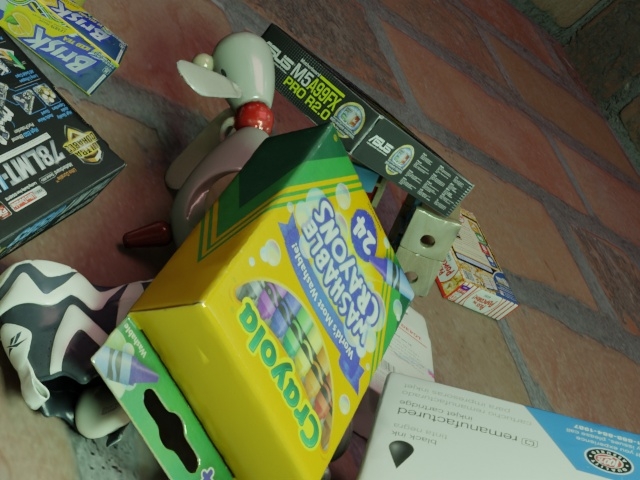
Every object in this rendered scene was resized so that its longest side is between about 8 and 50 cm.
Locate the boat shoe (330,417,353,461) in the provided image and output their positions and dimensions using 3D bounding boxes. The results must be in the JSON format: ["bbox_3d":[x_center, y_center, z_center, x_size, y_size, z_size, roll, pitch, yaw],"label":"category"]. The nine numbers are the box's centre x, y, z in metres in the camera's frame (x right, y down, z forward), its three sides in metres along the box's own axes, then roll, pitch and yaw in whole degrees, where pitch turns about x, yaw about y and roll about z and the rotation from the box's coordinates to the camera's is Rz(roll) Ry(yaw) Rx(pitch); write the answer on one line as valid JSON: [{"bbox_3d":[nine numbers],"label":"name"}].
[{"bbox_3d":[0.001,0.124,1.164,0.096,0.098,0.277,30,30,-33],"label":"boat shoe"}]

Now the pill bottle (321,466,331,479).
[{"bbox_3d":[-0.045,0.175,1.043,0.078,0.078,0.137,22,37,-44],"label":"pill bottle"}]

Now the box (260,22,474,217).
[{"bbox_3d":[0.053,-0.146,1.381,0.216,0.060,0.270,44,10,34],"label":"box"}]

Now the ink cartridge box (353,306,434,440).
[{"bbox_3d":[0.071,0.143,1.287,0.115,0.067,0.198,38,29,-24],"label":"ink cartridge box"}]

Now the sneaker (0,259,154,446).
[{"bbox_3d":[-0.160,0.108,0.934,0.235,0.094,0.153,21,39,-45],"label":"sneaker"}]

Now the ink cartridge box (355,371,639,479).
[{"bbox_3d":[0.149,0.307,0.933,0.286,0.166,0.395,14,27,6],"label":"ink cartridge box"}]

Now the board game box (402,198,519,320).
[{"bbox_3d":[0.217,0.020,1.713,0.147,0.045,0.193,24,36,-42],"label":"board game box"}]

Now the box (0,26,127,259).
[{"bbox_3d":[-0.347,-0.117,0.968,0.293,0.073,0.295,48,25,-5],"label":"box"}]

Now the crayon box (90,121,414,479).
[{"bbox_3d":[-0.037,0.069,0.951,0.203,0.083,0.323,63,37,-25],"label":"crayon box"}]

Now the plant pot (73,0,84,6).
[{"bbox_3d":[-0.313,-0.343,1.304,0.134,0.095,0.134,38,28,-24],"label":"plant pot"}]

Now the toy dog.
[{"bbox_3d":[-0.126,-0.081,1.184,0.161,0.220,0.333,3,34,-9],"label":"toy dog"}]

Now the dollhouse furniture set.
[{"bbox_3d":[0.085,-0.032,1.521,0.184,0.129,0.129,20,31,-4],"label":"dollhouse furniture set"}]

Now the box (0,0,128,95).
[{"bbox_3d":[-0.300,-0.241,1.226,0.169,0.059,0.054,38,30,-22],"label":"box"}]
